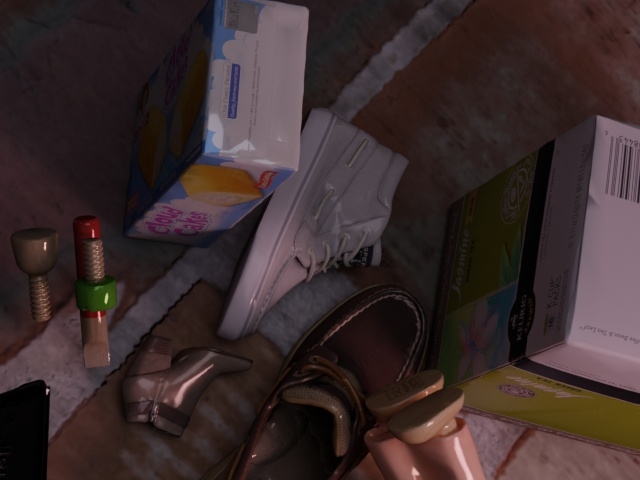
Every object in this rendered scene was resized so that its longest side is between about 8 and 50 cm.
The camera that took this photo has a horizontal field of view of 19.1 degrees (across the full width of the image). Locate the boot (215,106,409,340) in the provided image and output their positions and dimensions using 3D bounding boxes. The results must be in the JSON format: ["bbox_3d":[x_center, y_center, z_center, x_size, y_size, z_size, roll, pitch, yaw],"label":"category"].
[{"bbox_3d":[0.000,0.000,1.801,0.123,0.095,0.258,26,66,-5],"label":"boot"}]

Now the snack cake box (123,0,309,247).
[{"bbox_3d":[-0.097,-0.102,1.701,0.089,0.264,0.152,9,72,-18],"label":"snack cake box"}]

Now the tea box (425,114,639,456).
[{"bbox_3d":[0.313,0.064,1.777,0.329,0.323,0.220,16,71,-17],"label":"tea box"}]

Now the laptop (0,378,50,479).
[{"bbox_3d":[-0.445,0.297,1.471,0.408,0.236,0.381,8,111,5],"label":"laptop"}]

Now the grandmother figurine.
[{"bbox_3d":[0.141,0.288,1.726,0.104,0.208,0.342,-23,105,0],"label":"grandmother figurine"}]

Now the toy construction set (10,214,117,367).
[{"bbox_3d":[-0.309,0.123,1.606,0.309,0.257,0.237,-13,109,-31],"label":"toy construction set"}]

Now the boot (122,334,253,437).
[{"bbox_3d":[-0.125,0.138,1.750,0.118,0.042,0.087,13,77,-16],"label":"boot"}]

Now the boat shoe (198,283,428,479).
[{"bbox_3d":[0.000,0.167,1.739,0.123,0.123,0.342,45,65,-4],"label":"boat shoe"}]
